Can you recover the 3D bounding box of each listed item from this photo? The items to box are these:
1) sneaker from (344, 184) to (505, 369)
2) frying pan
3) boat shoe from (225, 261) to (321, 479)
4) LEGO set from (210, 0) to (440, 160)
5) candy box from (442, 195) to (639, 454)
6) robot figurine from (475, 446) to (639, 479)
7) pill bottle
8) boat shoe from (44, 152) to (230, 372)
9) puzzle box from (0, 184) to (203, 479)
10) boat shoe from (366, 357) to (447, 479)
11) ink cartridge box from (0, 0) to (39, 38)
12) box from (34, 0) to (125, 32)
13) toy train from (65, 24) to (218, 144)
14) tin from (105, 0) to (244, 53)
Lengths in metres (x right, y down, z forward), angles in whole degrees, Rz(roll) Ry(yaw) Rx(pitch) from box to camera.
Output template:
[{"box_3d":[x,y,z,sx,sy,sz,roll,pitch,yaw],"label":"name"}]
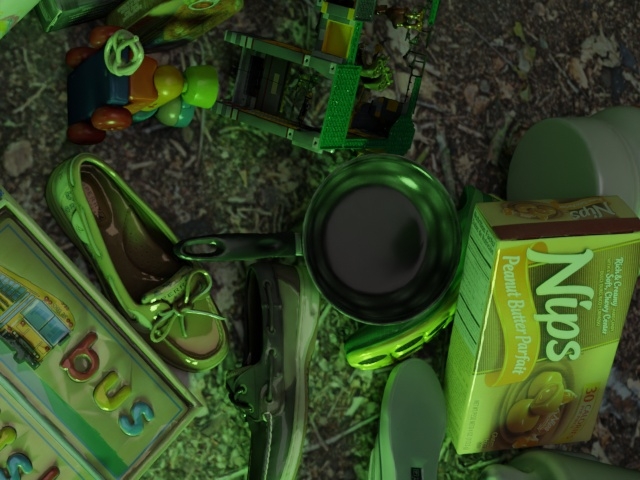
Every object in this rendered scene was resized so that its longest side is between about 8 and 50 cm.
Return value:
[{"box_3d":[0.127,0.047,1.306,0.123,0.109,0.295,42,70,12],"label":"sneaker"},{"box_3d":[0.014,0.026,1.189,0.326,0.053,0.197,-26,96,-17],"label":"frying pan"},{"box_3d":[-0.064,0.161,1.193,0.092,0.103,0.285,13,76,-19],"label":"boat shoe"},{"box_3d":[0.004,-0.248,1.224,0.255,0.192,0.331,-21,126,-50],"label":"LEGO set"},{"box_3d":[0.257,0.105,1.246,0.182,0.087,0.316,-4,122,-14],"label":"candy box"},{"box_3d":[0.338,0.374,1.290,0.353,0.200,0.300,16,36,-20],"label":"robot figurine"},{"box_3d":[0.461,-0.067,1.396,0.392,0.224,0.224,-2,86,-26],"label":"pill bottle"},{"box_3d":[-0.194,0.030,1.145,0.104,0.089,0.285,-44,104,-23],"label":"boat shoe"},{"box_3d":[-0.343,0.124,1.070,0.409,0.052,0.272,49,62,-15],"label":"puzzle box"},{"box_3d":[0.091,0.271,1.260,0.095,0.084,0.258,21,64,-28],"label":"boat shoe"},{"box_3d":[-0.400,-0.265,1.007,0.207,0.119,0.353,44,84,-9],"label":"ink cartridge box"},{"box_3d":[-0.182,-0.447,1.198,0.395,0.097,0.318,-24,94,-25],"label":"box"},{"box_3d":[-0.169,-0.166,1.093,0.143,0.248,0.105,0,84,-30],"label":"toy train"},{"box_3d":[-0.162,-0.248,1.135,0.106,0.189,0.040,-13,88,-41],"label":"tin"}]
